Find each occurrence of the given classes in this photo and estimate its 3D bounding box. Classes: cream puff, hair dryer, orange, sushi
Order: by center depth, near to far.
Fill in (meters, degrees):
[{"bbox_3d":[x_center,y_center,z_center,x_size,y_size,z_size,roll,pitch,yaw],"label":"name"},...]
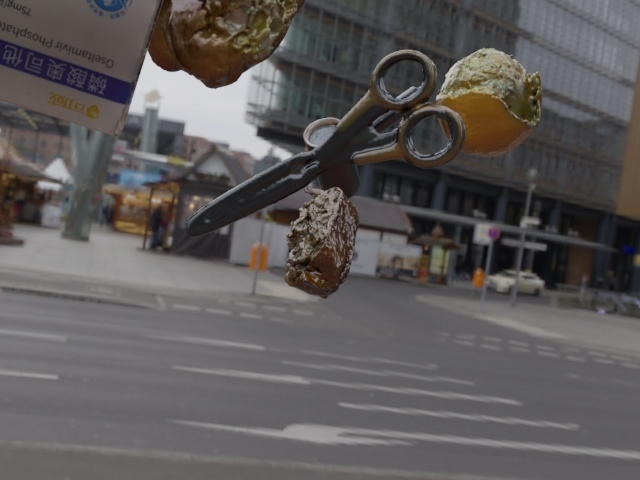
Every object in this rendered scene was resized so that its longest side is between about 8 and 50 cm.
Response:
[{"bbox_3d":[0.000,0.000,0.702,0.052,0.120,0.055,-23,-52,39],"label":"sushi"},{"bbox_3d":[-0.132,-0.320,1.179,0.241,0.269,0.155,-14,-42,30],"label":"cream puff"},{"bbox_3d":[0.238,-0.190,1.219,0.134,0.157,0.156,12,3,43],"label":"orange"},{"bbox_3d":[0.093,-0.174,1.417,0.255,0.128,0.070,-34,48,-17],"label":"hair dryer"}]

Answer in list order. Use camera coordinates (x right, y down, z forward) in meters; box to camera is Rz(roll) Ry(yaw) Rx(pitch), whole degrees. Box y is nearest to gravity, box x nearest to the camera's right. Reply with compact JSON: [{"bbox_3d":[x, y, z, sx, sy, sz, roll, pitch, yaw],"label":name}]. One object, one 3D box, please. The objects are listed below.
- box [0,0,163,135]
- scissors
[{"bbox_3d":[-0.367,-0.268,1.002,0.343,0.200,0.065,16,14,-18],"label":"box"},{"bbox_3d":[-0.005,-0.056,0.640,0.220,0.088,0.017,-27,-3,12],"label":"scissors"}]
